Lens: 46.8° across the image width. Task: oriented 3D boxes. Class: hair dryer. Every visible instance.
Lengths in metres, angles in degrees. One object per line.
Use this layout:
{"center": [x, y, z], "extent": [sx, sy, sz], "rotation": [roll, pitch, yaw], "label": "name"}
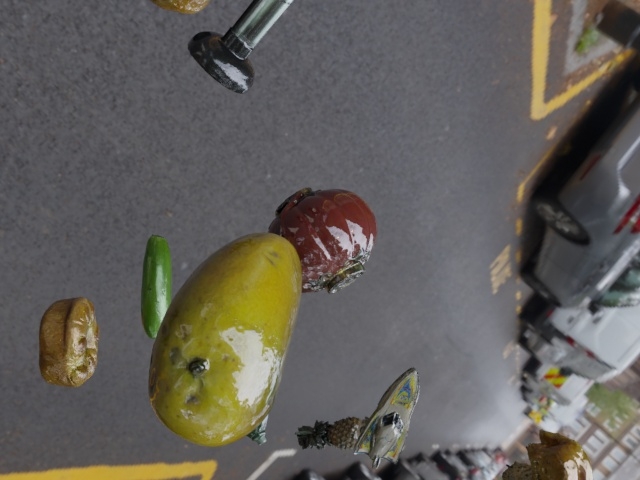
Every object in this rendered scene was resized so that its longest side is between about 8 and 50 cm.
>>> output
{"center": [-0.121, -0.489, 1.557], "extent": [0.320, 0.156, 0.284], "rotation": [-48, -162, 13], "label": "hair dryer"}

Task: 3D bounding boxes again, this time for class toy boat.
{"center": [0.127, 0.308, 1.309], "extent": [0.066, 0.084, 0.210], "rotation": [-85, -166, -66], "label": "toy boat"}

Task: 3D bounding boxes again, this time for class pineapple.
{"center": [0.019, 0.427, 1.620], "extent": [0.159, 0.074, 0.074], "rotation": [-12, 173, 25], "label": "pineapple"}

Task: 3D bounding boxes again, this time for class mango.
{"center": [-0.118, 0.131, 1.091], "extent": [0.365, 0.182, 0.253], "rotation": [-58, 163, -47], "label": "mango"}

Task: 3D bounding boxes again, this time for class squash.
{"center": [-0.455, 0.126, 2.054], "extent": [0.082, 0.082, 0.292], "rotation": [17, 72, -67], "label": "squash"}

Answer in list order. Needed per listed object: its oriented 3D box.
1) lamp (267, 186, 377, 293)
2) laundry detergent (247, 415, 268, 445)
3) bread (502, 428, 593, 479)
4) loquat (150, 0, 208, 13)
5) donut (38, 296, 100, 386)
{"center": [0.000, 0.000, 1.858], "extent": [0.303, 0.257, 0.303], "rotation": [-33, 168, -8], "label": "lamp"}
{"center": [-0.188, 0.412, 1.864], "extent": [0.137, 0.211, 0.063], "rotation": [-37, 162, 17], "label": "laundry detergent"}
{"center": [0.442, 0.533, 1.391], "extent": [0.109, 0.185, 0.380], "rotation": [-22, 104, -30], "label": "bread"}
{"center": [-0.304, -0.588, 1.588], "extent": [0.176, 0.187, 0.234], "rotation": [-34, -153, 48], "label": "loquat"}
{"center": [-0.618, 0.251, 1.828], "extent": [0.114, 0.226, 0.226], "rotation": [-1, 148, -3], "label": "donut"}
